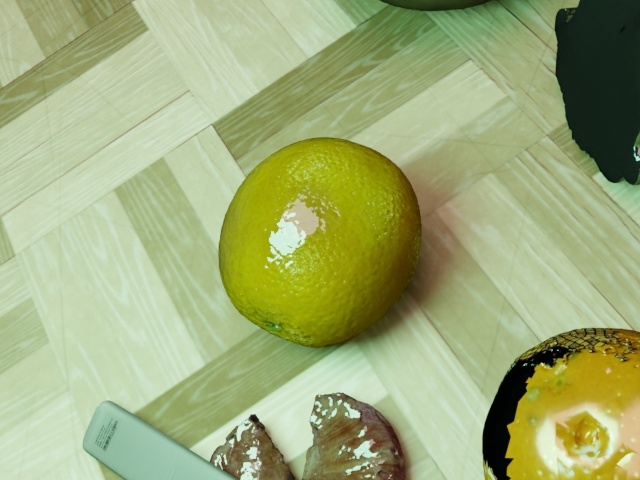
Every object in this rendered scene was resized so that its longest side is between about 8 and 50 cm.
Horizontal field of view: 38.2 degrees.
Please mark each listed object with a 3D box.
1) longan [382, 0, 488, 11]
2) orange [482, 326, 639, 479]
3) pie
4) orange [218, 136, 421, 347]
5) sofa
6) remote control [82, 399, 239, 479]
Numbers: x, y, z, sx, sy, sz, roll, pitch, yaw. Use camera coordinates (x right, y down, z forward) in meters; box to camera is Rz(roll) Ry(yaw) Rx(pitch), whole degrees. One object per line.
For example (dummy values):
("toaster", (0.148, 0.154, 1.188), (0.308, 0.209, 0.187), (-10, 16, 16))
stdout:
("longan", (0.129, -0.481, 1.196), (0.404, 0.336, 0.404), (11, 41, -10))
("orange", (0.259, 0.191, 0.832), (0.234, 0.182, 0.234), (-7, 71, 20))
("pie", (-0.016, 0.257, 0.967), (0.219, 0.054, 0.204), (-30, 54, 2))
("orange", (0.000, 0.000, 1.021), (0.236, 0.236, 0.236), (-10, 57, 16))
("sofa", (0.396, -0.189, 1.039), (0.200, 0.182, 0.258), (-10, 56, -6))
("remote control", (-0.177, 0.250, 1.022), (0.261, 0.029, 0.067), (18, 81, 42))
